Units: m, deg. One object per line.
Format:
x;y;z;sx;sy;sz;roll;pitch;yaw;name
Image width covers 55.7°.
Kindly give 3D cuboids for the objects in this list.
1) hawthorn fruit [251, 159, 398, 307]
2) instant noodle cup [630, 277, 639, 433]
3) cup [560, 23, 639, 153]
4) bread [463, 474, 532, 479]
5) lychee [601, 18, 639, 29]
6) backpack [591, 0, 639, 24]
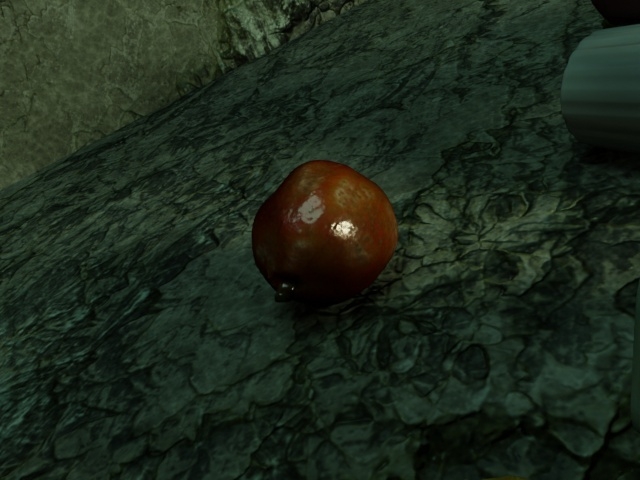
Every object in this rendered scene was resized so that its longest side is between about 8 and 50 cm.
0.000;0.000;0.710;0.169;0.169;0.188;-5;33;30;hawthorn fruit
0.362;0.054;0.280;0.294;0.293;0.308;-35;39;-20;instant noodle cup
0.428;-0.170;0.720;0.202;0.221;0.166;22;93;56;cup
0.072;0.238;0.300;0.236;0.120;0.198;-31;29;-13;bread
0.501;-0.320;0.888;0.171;0.171;0.171;-18;30;10;lychee
0.462;-0.387;0.709;0.317;0.197;0.283;4;65;57;backpack
